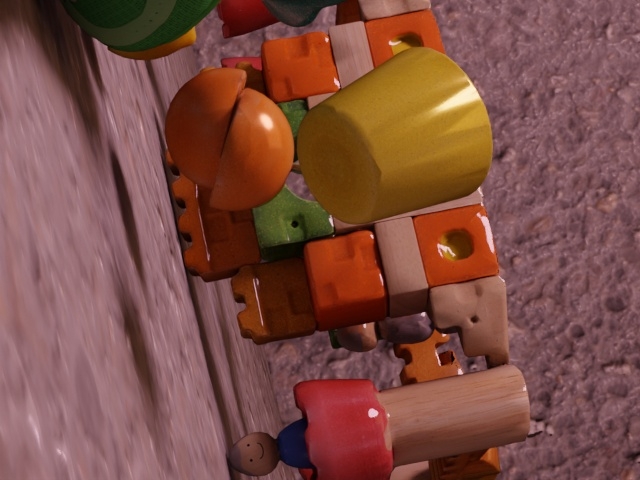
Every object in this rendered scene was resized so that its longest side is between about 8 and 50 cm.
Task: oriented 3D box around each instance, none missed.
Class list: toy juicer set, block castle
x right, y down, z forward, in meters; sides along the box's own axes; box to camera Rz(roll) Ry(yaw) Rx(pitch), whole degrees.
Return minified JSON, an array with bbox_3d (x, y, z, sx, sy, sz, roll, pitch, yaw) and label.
[{"bbox_3d":[-0.043,-0.164,0.648,0.209,0.089,0.329,-4,-72,55],"label":"toy juicer set"},{"bbox_3d":[0.000,0.000,1.133,0.303,0.213,0.453,92,-12,-69],"label":"block castle"}]

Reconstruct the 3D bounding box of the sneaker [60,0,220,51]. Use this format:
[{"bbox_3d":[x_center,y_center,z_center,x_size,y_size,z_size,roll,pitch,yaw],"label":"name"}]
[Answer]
[{"bbox_3d":[-0.075,-0.141,0.470,0.109,0.123,0.295,34,-22,3],"label":"sneaker"}]
